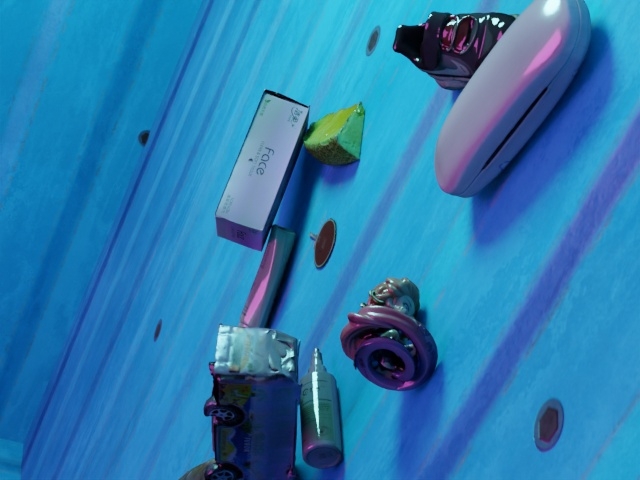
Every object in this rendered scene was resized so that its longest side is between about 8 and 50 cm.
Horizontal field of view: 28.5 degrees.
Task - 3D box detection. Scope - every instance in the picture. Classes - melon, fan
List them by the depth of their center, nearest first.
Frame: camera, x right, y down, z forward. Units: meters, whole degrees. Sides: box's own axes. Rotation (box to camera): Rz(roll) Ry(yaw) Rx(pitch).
[{"bbox_3d":[0.000,0.000,2.070,0.133,0.005,0.085,-146,73,-70],"label":"fan"},{"bbox_3d":[0.014,-0.186,2.125,0.114,0.053,0.262,-66,19,-1],"label":"melon"}]

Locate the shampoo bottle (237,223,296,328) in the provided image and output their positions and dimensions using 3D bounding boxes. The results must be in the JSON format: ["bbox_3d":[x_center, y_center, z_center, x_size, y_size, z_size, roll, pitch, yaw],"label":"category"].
[{"bbox_3d":[-0.096,0.079,2.201,0.072,0.049,0.212,-143,71,-75],"label":"shampoo bottle"}]

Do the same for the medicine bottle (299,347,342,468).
[{"bbox_3d":[-0.002,0.230,1.798,0.199,0.057,0.058,-93,27,-46],"label":"medicine bottle"}]

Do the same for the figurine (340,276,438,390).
[{"bbox_3d":[0.080,0.110,1.591,0.114,0.126,0.157,-23,37,8],"label":"figurine"}]

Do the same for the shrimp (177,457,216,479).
[{"bbox_3d":[-0.186,0.465,2.073,0.445,0.110,0.221,-22,62,61],"label":"shrimp"}]

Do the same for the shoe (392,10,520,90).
[{"bbox_3d":[0.174,-0.253,1.634,0.227,0.112,0.099,-178,106,-72],"label":"shoe"}]

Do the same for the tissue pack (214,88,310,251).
[{"bbox_3d":[-0.100,-0.120,2.213,0.148,0.092,0.246,101,-172,-75],"label":"tissue pack"}]

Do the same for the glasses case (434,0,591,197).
[{"bbox_3d":[0.221,-0.169,1.487,0.297,0.075,0.113,124,154,-43],"label":"glasses case"}]

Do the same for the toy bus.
[{"bbox_3d":[-0.095,0.256,1.785,0.317,0.138,0.112,92,-179,-46],"label":"toy bus"}]
